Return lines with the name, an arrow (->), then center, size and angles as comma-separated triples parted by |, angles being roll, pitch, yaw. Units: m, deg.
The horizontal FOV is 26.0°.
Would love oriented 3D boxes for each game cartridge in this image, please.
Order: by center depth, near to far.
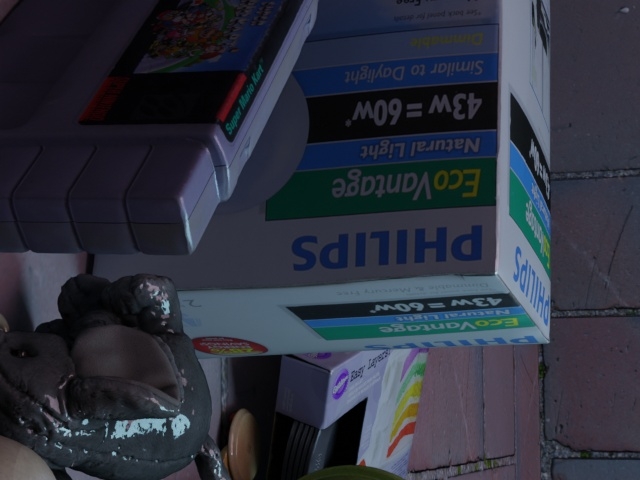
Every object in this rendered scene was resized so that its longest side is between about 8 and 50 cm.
game cartridge -> -0.139, -0.115, 0.969 | 0.355, 0.230, 0.068 | -70, 151, -51

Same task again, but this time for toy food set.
toy food set -> -0.083, 0.216, 1.435 | 0.082, 0.020, 0.083 | 49, 42, -63

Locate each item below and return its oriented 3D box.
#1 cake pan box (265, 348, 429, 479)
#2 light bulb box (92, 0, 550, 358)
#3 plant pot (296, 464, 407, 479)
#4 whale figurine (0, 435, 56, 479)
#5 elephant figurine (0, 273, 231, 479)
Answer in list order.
cake pan box -> 0.029, 0.201, 1.538 | 0.267, 0.070, 0.246 | -25, 126, -57
light bulb box -> 0.014, -0.098, 1.231 | 0.225, 0.357, 0.361 | 42, 47, -63
plant pot -> -0.027, 0.345, 1.261 | 0.254, 0.276, 0.276 | 15, 73, -60
whale figurine -> -0.246, 0.227, 0.809 | 0.216, 0.141, 0.272 | -63, 170, -57
elephant figurine -> -0.177, 0.113, 0.941 | 0.239, 0.186, 0.169 | -26, 119, -75
